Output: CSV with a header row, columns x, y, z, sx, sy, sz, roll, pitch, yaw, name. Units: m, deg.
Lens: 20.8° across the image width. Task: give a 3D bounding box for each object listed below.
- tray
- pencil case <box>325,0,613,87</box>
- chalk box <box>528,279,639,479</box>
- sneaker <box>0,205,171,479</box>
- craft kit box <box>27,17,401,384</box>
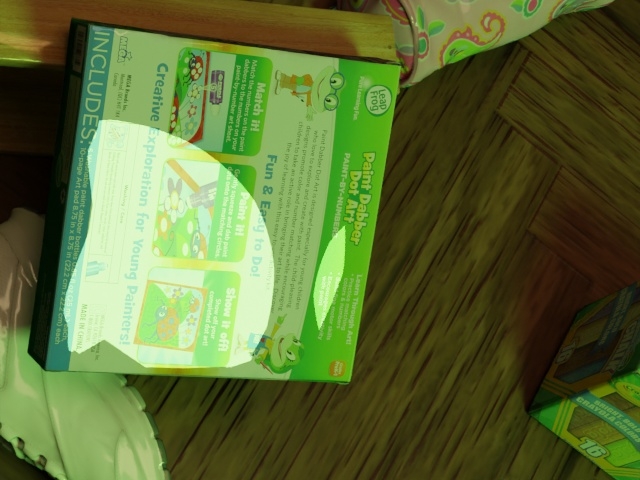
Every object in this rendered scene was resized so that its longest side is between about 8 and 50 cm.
x,y,z,sx,sy,sz,roll,pitch,yaw,name
-0.168,-0.128,1.355,0.411,0.203,0.076,3,73,-26,tray
0.148,-0.230,1.607,0.284,0.124,0.124,-26,86,-30,pencil case
0.308,0.114,1.508,0.132,0.213,0.132,38,60,-11,chalk box
-0.207,0.125,1.323,0.129,0.111,0.297,-25,78,-20,sneaker
-0.076,-0.024,1.273,0.247,0.061,0.250,6,99,-24,craft kit box
